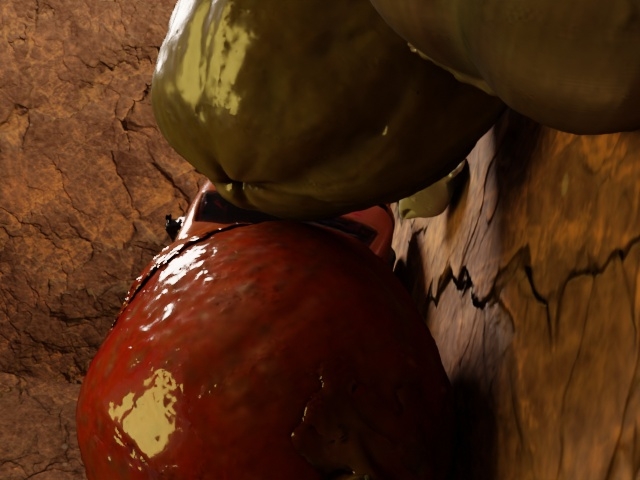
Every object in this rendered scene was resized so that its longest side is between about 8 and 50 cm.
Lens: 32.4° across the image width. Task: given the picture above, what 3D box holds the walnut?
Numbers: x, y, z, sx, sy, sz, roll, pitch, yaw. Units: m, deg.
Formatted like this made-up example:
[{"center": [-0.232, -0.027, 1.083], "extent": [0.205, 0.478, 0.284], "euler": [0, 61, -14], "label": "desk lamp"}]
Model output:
[{"center": [0.020, -0.139, 0.765], "extent": [0.227, 0.283, 0.283], "euler": [52, -145, -47], "label": "walnut"}]

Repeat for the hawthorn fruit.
[{"center": [-0.022, 0.131, 0.741], "extent": [0.307, 0.276, 0.276], "euler": [-149, 68, -66], "label": "hawthorn fruit"}]

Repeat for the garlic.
[{"center": [0.125, -0.173, 0.523], "extent": [0.237, 0.210, 0.292], "euler": [-40, -28, -40], "label": "garlic"}]

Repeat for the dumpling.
[{"center": [0.091, -0.049, 0.907], "extent": [0.059, 0.043, 0.077], "euler": [-57, -12, -38], "label": "dumpling"}]

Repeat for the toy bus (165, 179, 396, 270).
[{"center": [-0.065, 0.157, 1.045], "extent": [0.233, 0.203, 0.427], "euler": [-59, -19, -73], "label": "toy bus"}]
